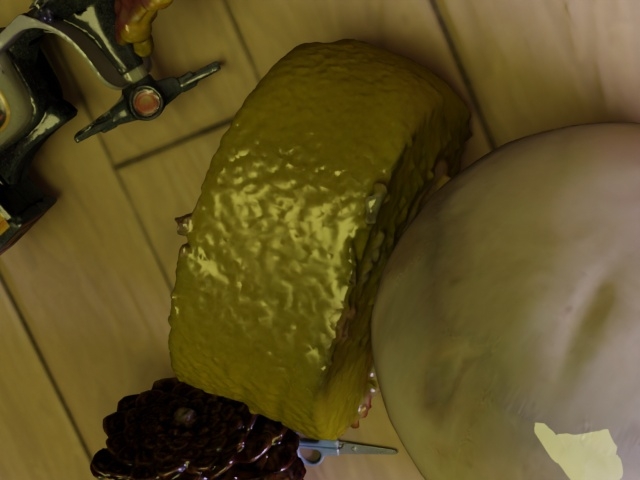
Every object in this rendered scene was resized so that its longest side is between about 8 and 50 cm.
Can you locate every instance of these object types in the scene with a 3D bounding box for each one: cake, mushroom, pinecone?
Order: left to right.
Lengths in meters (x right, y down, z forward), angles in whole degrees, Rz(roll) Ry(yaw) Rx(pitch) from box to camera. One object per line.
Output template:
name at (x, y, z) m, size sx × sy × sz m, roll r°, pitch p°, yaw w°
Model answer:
pinecone at (-0.083, 0.196, 1.271) m, size 0.163 × 0.163 × 0.165 m, roll -5°, pitch 123°, yaw 23°
cake at (0.000, 0.000, 1.143) m, size 0.156 × 0.179 × 0.260 m, roll 19°, pitch 116°, yaw 13°
mushroom at (0.209, 0.089, 1.022) m, size 0.315 × 0.315 × 0.356 m, roll -35°, pitch 97°, yaw 29°

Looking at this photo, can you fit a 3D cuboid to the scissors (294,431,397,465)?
scissors at (0.019, 0.158, 1.294) m, size 0.083 × 0.006 × 0.036 m, roll 3°, pitch 113°, yaw 20°

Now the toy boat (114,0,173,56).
toy boat at (-0.039, -0.246, 1.089) m, size 0.318 × 0.141 × 0.099 m, roll -38°, pitch 123°, yaw 21°

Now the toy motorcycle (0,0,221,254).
toy motorcycle at (-0.202, -0.114, 1.234) m, size 0.263 × 0.091 × 0.157 m, roll -39°, pitch 95°, yaw 27°
